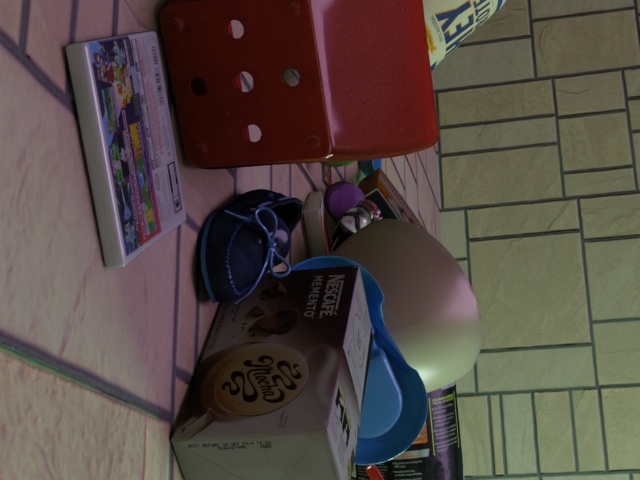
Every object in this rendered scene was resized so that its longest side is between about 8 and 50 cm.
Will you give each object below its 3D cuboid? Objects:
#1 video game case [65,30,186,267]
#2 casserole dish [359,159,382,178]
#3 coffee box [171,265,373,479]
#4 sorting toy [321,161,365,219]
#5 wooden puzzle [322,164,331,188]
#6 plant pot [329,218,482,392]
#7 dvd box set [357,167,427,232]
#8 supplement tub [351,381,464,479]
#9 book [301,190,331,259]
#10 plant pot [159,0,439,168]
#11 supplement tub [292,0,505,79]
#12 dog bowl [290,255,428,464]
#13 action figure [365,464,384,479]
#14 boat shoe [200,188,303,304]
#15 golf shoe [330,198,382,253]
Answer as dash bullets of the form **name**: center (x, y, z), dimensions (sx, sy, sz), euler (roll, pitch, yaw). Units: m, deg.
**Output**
- **video game case**: center (-0.181, -0.094, 1.004), dimensions (0.183, 0.023, 0.201), euler (-53, 137, -72)
- **casserole dish**: center (0.110, -0.205, 2.318), dimensions (0.114, 0.037, 0.188), euler (65, 24, -57)
- **coffee box**: center (-0.041, 0.160, 1.190), dimensions (0.297, 0.168, 0.118), euler (-74, 156, -57)
- **sorting toy**: center (0.011, -0.222, 1.805), dimensions (0.126, 0.127, 0.365), euler (-143, -136, -68)
- **wooden puzzle**: center (0.012, -0.125, 1.913), dimensions (0.049, 0.006, 0.083), euler (45, 41, -71)
- **plant pot**: center (0.077, 0.132, 1.613), dimensions (0.191, 0.284, 0.284), euler (-27, 117, -36)
- **dvd box set**: center (0.178, 0.012, 2.057), dimensions (0.307, 0.062, 0.420), euler (55, 8, -4)
- **supplement tub**: center (0.143, 0.327, 1.856), dimensions (0.207, 0.207, 0.338), euler (-3, 89, -77)
- **book**: center (0.000, 0.000, 1.755), dimensions (0.096, 0.035, 0.144), euler (-72, 154, -68)
- **plant pot**: center (-0.038, -0.203, 1.209), dimensions (0.236, 0.267, 0.267), euler (-38, 123, -60)
- **supplement tub**: center (0.109, -0.362, 1.616), dimensions (0.235, 0.325, 0.235), euler (44, -11, 11)
- **dog bowl**: center (0.033, 0.163, 1.460), dimensions (0.297, 0.166, 0.074), euler (65, -5, -3)
- **action figure**: center (0.050, 0.326, 1.629), dimensions (0.280, 0.091, 0.139), euler (-100, 175, -65)
- **boat shoe**: center (-0.078, -0.011, 1.272), dimensions (0.258, 0.089, 0.109), euler (-72, 154, -60)
- **golf shoe**: center (0.044, 0.004, 1.791), dimensions (0.067, 0.086, 0.186), euler (47, -29, 22)
